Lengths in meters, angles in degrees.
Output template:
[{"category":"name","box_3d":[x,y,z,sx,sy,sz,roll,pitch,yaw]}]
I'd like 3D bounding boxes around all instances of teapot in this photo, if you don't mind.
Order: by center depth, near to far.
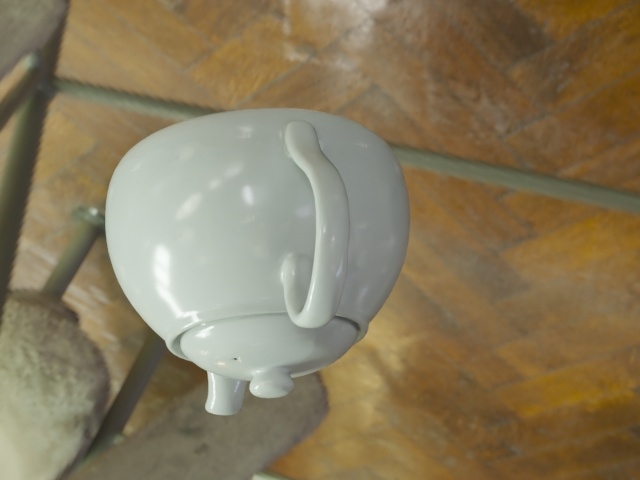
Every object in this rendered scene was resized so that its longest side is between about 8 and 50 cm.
[{"category":"teapot","box_3d":[-0.042,0.025,1.027,0.252,0.187,0.256,-15,157,24]}]
